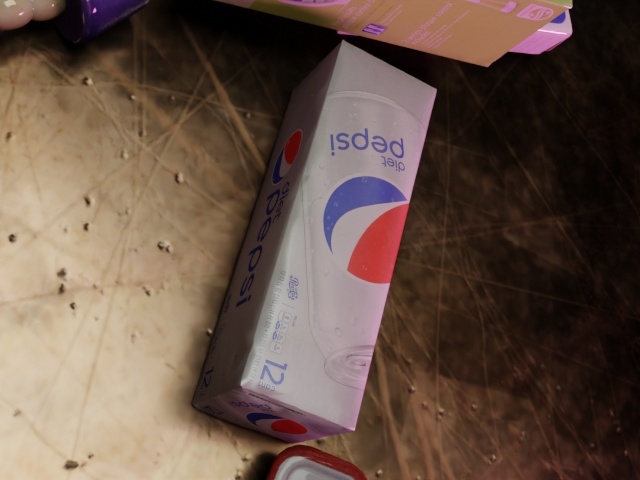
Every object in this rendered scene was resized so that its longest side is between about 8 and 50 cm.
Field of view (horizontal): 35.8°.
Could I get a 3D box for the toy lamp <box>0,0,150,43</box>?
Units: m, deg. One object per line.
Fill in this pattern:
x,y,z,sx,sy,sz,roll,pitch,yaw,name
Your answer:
-0.243,-0.153,0.680,0.274,0.080,0.080,-25,87,-32,toy lamp

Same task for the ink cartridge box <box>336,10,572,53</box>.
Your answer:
0.071,-0.329,0.906,0.307,0.072,0.304,1,75,-24,ink cartridge box

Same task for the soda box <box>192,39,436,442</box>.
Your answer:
0.000,0.000,0.744,0.091,0.098,0.286,25,64,-19,soda box

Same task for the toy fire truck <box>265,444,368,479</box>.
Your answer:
0.030,0.312,0.642,0.253,0.169,0.302,21,62,7,toy fire truck

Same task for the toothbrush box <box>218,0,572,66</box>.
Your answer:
0.044,-0.277,0.770,0.283,0.122,0.206,8,72,-25,toothbrush box
